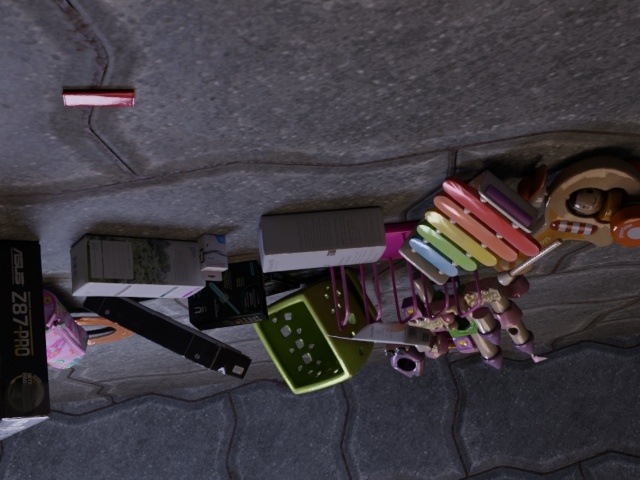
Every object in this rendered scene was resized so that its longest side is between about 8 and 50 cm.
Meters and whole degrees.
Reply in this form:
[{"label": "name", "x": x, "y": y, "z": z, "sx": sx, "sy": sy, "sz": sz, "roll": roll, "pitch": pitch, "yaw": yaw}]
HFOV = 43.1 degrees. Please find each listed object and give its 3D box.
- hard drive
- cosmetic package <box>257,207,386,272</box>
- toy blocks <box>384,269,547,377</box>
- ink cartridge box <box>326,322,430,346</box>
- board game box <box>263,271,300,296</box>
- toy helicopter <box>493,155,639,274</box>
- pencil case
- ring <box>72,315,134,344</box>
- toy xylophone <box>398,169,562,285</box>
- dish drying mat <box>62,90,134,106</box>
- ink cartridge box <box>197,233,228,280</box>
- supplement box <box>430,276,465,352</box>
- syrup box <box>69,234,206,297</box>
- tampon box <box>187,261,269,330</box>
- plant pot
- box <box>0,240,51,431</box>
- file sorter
[{"label": "hard drive", "x": -0.339, "y": 0.208, "z": 1.827, "sx": 0.338, "sy": 0.064, "sz": 0.237, "roll": 22, "pitch": 170, "yaw": 18}, {"label": "cosmetic package", "x": 0.000, "y": 0.000, "z": 1.537, "sx": 0.231, "sy": 0.086, "sz": 0.117, "roll": -7, "pitch": 163, "yaw": -8}, {"label": "toy blocks", "x": 0.354, "y": 0.228, "z": 1.922, "sx": 0.288, "sy": 0.309, "sz": 0.260, "roll": -17, "pitch": 118, "yaw": 31}, {"label": "ink cartridge box", "x": 0.124, "y": 0.193, "z": 1.702, "sx": 0.179, "sy": 0.045, "sz": 0.145, "roll": 4, "pitch": 173, "yaw": 28}, {"label": "board game box", "x": -0.159, "y": 0.114, "z": 1.942, "sx": 0.186, "sy": 0.026, "sz": 0.126, "roll": -16, "pitch": 161, "yaw": 27}, {"label": "toy helicopter", "x": 0.428, "y": -0.038, "z": 1.490, "sx": 0.235, "sy": 0.140, "sz": 0.355, "roll": 23, "pitch": 140, "yaw": -18}, {"label": "pencil case", "x": -0.608, "y": 0.200, "z": 1.814, "sx": 0.124, "sy": 0.124, "sz": 0.284, "roll": -6, "pitch": 156, "yaw": -4}, {"label": "ring", "x": -0.644, "y": 0.230, "z": 2.107, "sx": 0.336, "sy": 0.032, "sz": 0.336, "roll": -6, "pitch": 164, "yaw": -2}, {"label": "toy xylophone", "x": 0.293, "y": -0.006, "z": 1.477, "sx": 0.236, "sy": 0.081, "sz": 0.323, "roll": 34, "pitch": 150, "yaw": 2}, {"label": "dish drying mat", "x": -0.268, "y": -0.172, "z": 0.980, "sx": 0.083, "sy": 0.008, "sz": 0.032, "roll": -2, "pitch": 162, "yaw": -14}, {"label": "ink cartridge box", "x": -0.205, "y": 0.033, "z": 1.552, "sx": 0.048, "sy": 0.083, "sz": 0.028, "roll": 5, "pitch": 160, "yaw": -37}, {"label": "supplement box", "x": 0.343, "y": 0.202, "z": 2.171, "sx": 0.080, "sy": 0.188, "sz": 0.104, "roll": -8, "pitch": 163, "yaw": 3}, {"label": "syrup box", "x": -0.344, "y": 0.053, "z": 1.539, "sx": 0.236, "sy": 0.093, "sz": 0.096, "roll": 4, "pitch": 159, "yaw": -35}, {"label": "tampon box", "x": -0.205, "y": 0.124, "z": 1.788, "sx": 0.161, "sy": 0.121, "sz": 0.101, "roll": -8, "pitch": 163, "yaw": 2}, {"label": "plant pot", "x": 0.009, "y": 0.205, "z": 1.939, "sx": 0.227, "sy": 0.228, "sz": 0.207, "roll": -27, "pitch": -175, "yaw": 47}, {"label": "box", "x": -0.621, "y": 0.209, "z": 1.548, "sx": 0.097, "sy": 0.318, "sz": 0.395, "roll": 5, "pitch": 159, "yaw": -34}, {"label": "file sorter", "x": 0.170, "y": 0.079, "z": 1.700, "sx": 0.290, "sy": 0.182, "sz": 0.202, "roll": -6, "pitch": 164, "yaw": -6}]
